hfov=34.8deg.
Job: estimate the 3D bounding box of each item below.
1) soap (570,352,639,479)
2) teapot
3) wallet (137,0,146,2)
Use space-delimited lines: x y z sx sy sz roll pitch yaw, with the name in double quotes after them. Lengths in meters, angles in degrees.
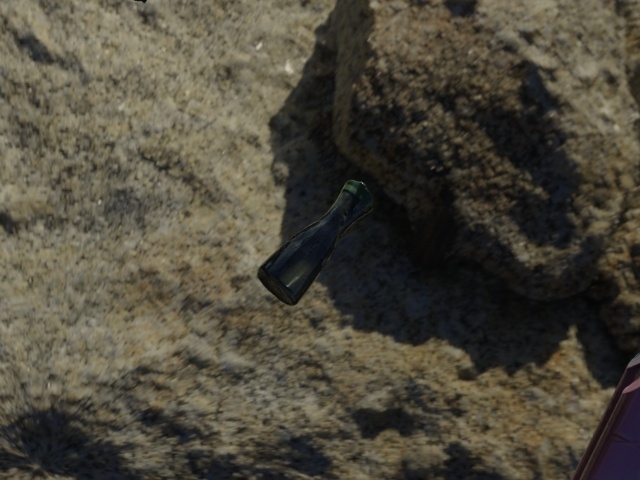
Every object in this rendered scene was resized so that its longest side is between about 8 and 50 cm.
0.429 0.214 1.160 0.193 0.109 0.323 24 107 11 "soap"
0.000 0.000 0.818 0.043 0.043 0.110 44 74 -2 "teapot"
-0.237 -0.307 0.894 0.031 0.137 0.255 -42 65 12 "wallet"
